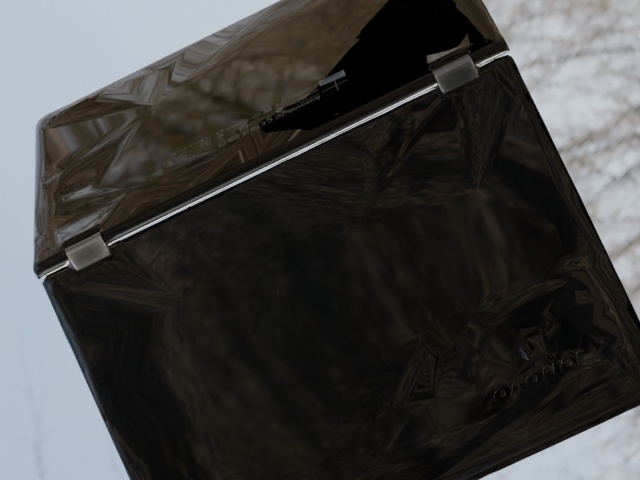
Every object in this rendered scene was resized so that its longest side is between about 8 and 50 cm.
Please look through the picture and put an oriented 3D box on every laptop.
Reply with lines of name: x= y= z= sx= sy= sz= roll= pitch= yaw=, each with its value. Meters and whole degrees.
laptop: x=0.000 y=0.000 z=1.438 sx=0.408 sy=0.382 sz=0.236 roll=-106 pitch=-11 yaw=-60
